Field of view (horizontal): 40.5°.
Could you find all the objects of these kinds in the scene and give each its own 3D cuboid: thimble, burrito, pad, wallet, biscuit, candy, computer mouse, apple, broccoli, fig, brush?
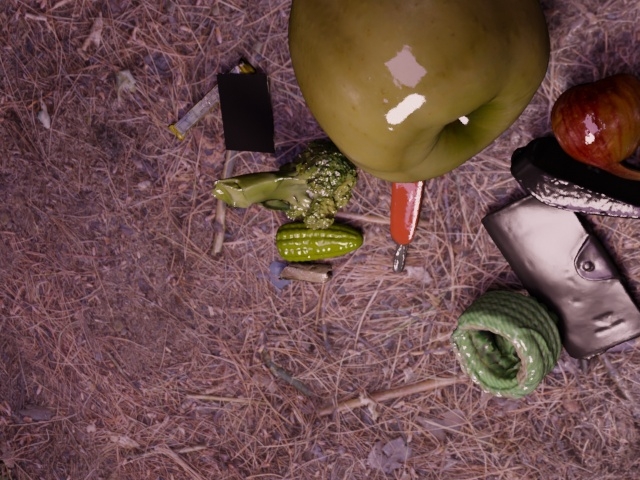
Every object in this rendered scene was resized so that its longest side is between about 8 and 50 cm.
[{"bbox_3d":[0.387,0.212,1.815,0.219,0.150,0.219,24,132,30],"label":"thimble"},{"bbox_3d":[-0.039,0.076,2.069,0.149,0.041,0.055,3,127,27],"label":"burrito"},{"bbox_3d":[-0.170,-0.289,1.978,0.127,0.004,0.190,7,120,20],"label":"pad"},{"bbox_3d":[0.501,0.068,1.771,0.197,0.051,0.378,-30,98,37],"label":"wallet"},{"bbox_3d":[-0.257,-0.323,2.014,0.292,0.026,0.048,-34,98,35],"label":"biscuit"},{"bbox_3d":[0.000,0.000,1.986,0.209,0.097,0.097,-1,111,23],"label":"candy"},{"bbox_3d":[0.495,-0.102,1.628,0.295,0.168,0.087,22,127,17],"label":"computer mouse"},{"bbox_3d":[0.162,-0.344,1.539,0.473,0.473,0.474,11,117,24],"label":"apple"},{"bbox_3d":[-0.033,-0.104,1.830,0.254,0.302,0.186,-18,98,31],"label":"broccoli"},{"bbox_3d":[0.515,-0.189,1.571,0.175,0.175,0.207,-10,101,31],"label":"fig"},{"bbox_3d":[0.185,-0.078,1.878,0.070,0.051,0.324,13,115,15],"label":"brush"}]
